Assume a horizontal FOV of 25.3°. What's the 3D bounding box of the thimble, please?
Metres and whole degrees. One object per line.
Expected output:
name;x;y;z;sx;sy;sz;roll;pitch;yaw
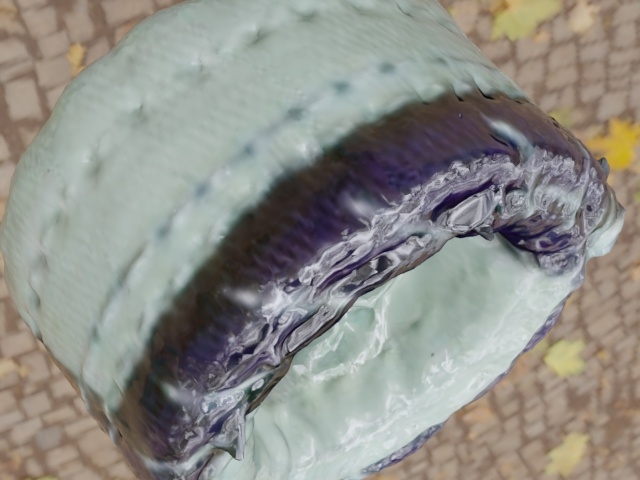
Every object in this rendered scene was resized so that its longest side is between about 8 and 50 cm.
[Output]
thimble;0.000;0.000;0.587;0.237;0.150;0.237;-31;155;-16
